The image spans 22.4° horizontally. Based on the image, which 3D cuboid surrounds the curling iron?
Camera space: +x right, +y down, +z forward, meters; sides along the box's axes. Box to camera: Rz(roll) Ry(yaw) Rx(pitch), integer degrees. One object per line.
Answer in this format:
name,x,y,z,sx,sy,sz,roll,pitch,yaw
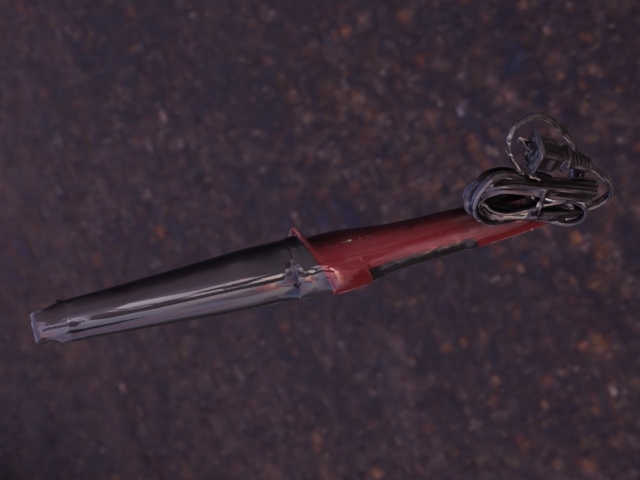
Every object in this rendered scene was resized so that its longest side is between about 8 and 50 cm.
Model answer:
curling iron,0.000,0.000,0.741,0.068,0.274,0.035,75,179,-48
